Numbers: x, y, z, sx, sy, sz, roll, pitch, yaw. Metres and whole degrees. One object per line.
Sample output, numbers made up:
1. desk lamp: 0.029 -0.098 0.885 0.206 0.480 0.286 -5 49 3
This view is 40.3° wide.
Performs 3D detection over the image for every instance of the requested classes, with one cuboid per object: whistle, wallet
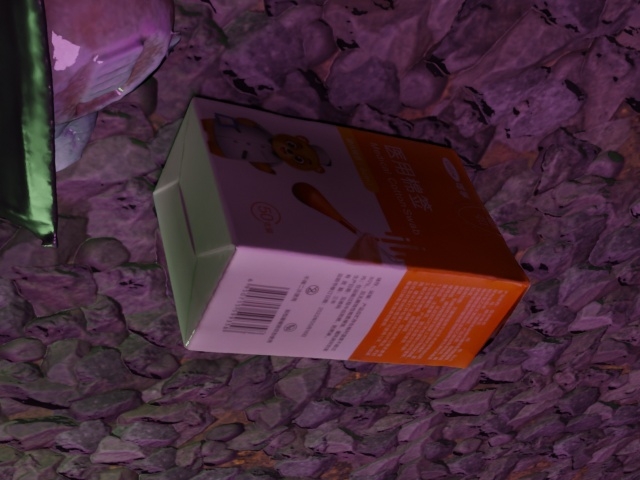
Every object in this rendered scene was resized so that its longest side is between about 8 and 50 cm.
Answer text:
1. whistle: -0.228 -0.160 0.712 0.189 0.189 0.348 0 158 -22
2. wallet: -0.305 -0.153 0.595 0.041 0.323 0.247 -45 159 -39

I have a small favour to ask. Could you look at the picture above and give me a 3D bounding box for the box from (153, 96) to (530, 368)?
1. box: 0.020 -0.002 0.909 0.341 0.225 0.143 8 131 -29
